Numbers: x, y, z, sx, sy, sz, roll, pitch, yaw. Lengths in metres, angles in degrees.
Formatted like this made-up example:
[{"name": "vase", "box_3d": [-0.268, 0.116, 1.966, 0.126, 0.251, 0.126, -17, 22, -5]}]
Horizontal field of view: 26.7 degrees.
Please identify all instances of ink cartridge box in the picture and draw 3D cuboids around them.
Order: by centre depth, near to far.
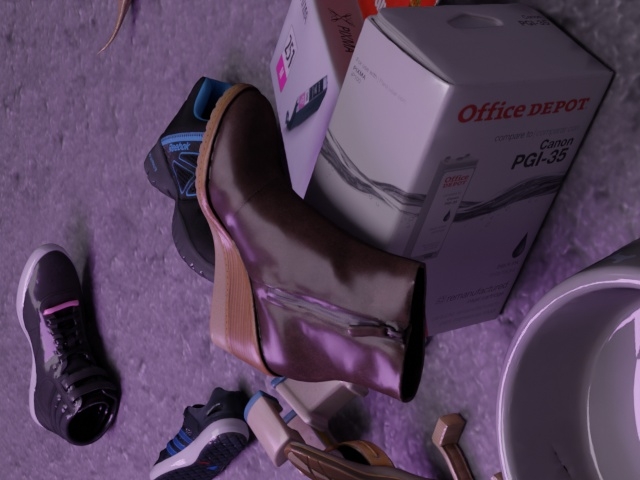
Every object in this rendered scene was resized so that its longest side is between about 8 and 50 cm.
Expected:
[{"name": "ink cartridge box", "box_3d": [0.103, -0.055, 1.188, 0.117, 0.207, 0.283, 46, 130, 35]}, {"name": "ink cartridge box", "box_3d": [0.023, -0.196, 1.296, 0.275, 0.060, 0.239, -102, 27, -52]}]

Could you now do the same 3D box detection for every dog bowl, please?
[{"name": "dog bowl", "box_3d": [0.282, 0.166, 1.087, 0.348, 0.102, 0.349, 12, 106, 50]}]

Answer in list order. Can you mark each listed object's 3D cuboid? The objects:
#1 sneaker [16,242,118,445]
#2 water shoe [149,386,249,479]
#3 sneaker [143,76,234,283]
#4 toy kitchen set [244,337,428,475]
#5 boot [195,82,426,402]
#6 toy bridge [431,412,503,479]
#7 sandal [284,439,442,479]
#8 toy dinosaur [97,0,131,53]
[{"name": "sneaker", "box_3d": [-0.347, 0.155, 1.897, 0.147, 0.104, 0.296, 25, 122, 45]}, {"name": "water shoe", "box_3d": [-0.149, 0.249, 1.697, 0.203, 0.073, 0.080, -38, 45, 44]}, {"name": "sneaker", "box_3d": [-0.099, -0.058, 1.491, 0.140, 0.125, 0.341, -62, 40, 22]}, {"name": "toy kitchen set", "box_3d": [0.021, 0.142, 1.452, 0.207, 0.166, 0.122, -40, 59, 7]}, {"name": "boot", "box_3d": [0.000, 0.000, 1.118, 0.206, 0.090, 0.249, 10, 106, 33]}, {"name": "toy bridge", "box_3d": [0.172, 0.250, 1.304, 0.188, 0.026, 0.063, 45, 132, 38]}, {"name": "sandal", "box_3d": [0.051, 0.230, 1.370, 0.072, 0.180, 0.049, 108, 176, -62]}, {"name": "toy dinosaur", "box_3d": [-0.248, -0.329, 1.731, 0.092, 0.053, 0.183, -164, 78, -66]}]
